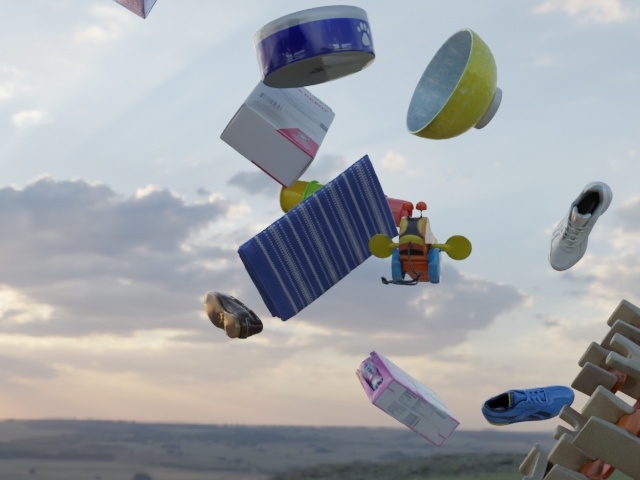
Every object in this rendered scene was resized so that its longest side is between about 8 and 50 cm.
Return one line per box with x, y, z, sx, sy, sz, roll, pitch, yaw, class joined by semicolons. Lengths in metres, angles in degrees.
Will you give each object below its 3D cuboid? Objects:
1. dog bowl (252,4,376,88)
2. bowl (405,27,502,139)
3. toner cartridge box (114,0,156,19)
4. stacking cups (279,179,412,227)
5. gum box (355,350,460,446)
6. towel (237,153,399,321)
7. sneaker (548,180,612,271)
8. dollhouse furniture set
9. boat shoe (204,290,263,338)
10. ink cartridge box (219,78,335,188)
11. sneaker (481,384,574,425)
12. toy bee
-0.013;-0.427;1.882;0.265;0.104;0.265;-12;-3;-1;dog bowl
0.351;-0.357;2.078;0.156;0.289;0.289;26;-19;-15;bowl
-0.275;-0.484;1.351;0.075;0.165;0.348;29;-6;-9;toner cartridge box
0.057;-0.087;1.963;0.316;0.096;0.096;10;-6;31;stacking cups
0.155;0.288;1.551;0.188;0.062;0.107;37;7;-25;gum box
0.000;0.000;1.759;0.040;0.336;0.243;41;-17;45;towel
0.589;-0.036;1.955;0.090;0.232;0.115;27;9;22;sneaker
0.338;0.238;0.972;0.135;0.259;0.262;30;33;11;dollhouse furniture set
-0.194;0.164;1.868;0.073;0.073;0.207;-7;23;-28;boat shoe
-0.096;-0.278;2.037;0.207;0.283;0.117;37;-60;-9;ink cartridge box
0.463;0.361;1.886;0.209;0.069;0.082;-14;-35;7;sneaker
0.201;0.007;1.661;0.195;0.162;0.298;3;-2;-5;toy bee
